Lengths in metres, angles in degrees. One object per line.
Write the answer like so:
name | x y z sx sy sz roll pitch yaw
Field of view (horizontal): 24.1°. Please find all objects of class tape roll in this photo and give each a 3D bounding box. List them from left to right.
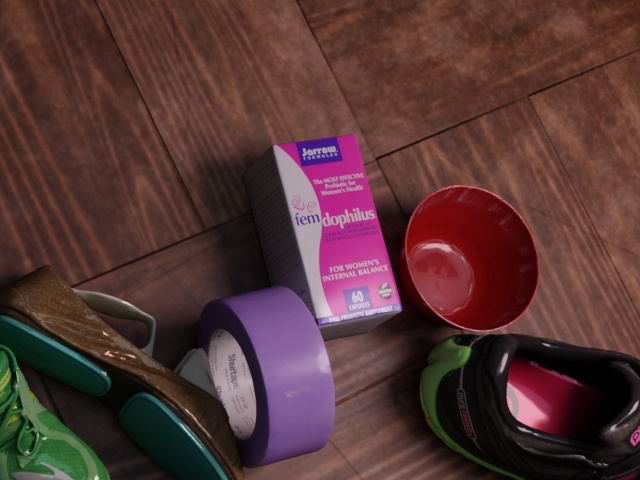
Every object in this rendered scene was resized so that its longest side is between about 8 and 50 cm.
tape roll | -0.062 0.148 1.634 0.080 0.189 0.189 -12 79 -24

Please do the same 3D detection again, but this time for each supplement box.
supplement box | 0.000 0.000 1.749 0.111 0.114 0.220 -10 77 -24

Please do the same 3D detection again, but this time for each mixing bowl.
mixing bowl | 0.164 0.033 1.812 0.181 0.098 0.181 7 71 -21

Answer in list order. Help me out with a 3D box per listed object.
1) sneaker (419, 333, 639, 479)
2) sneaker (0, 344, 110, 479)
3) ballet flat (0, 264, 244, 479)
sneaker | 0.351 0.244 1.771 0.483 0.202 0.185 22 68 -16
sneaker | -0.342 0.179 1.544 0.295 0.123 0.109 42 63 -7
ballet flat | -0.200 0.143 1.633 0.342 0.116 0.124 36 53 -4
